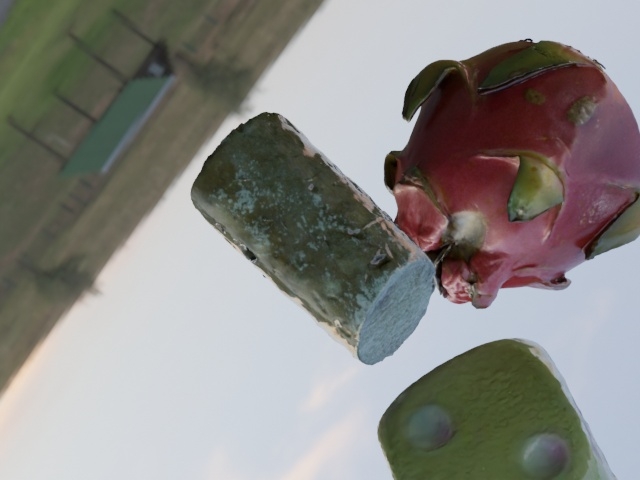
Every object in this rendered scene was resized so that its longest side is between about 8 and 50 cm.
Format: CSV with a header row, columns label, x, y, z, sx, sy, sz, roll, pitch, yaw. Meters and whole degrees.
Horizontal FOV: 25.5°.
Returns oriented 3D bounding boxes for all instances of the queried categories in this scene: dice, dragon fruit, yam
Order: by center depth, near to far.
label,x,y,z,sx,sy,sz,roll,pitch,yaw
yam,0.000,0.000,1.088,0.107,0.194,0.107,-43,167,-13
dragon fruit,0.201,-0.063,1.615,0.226,0.305,0.305,-31,175,-36
dice,0.234,0.290,1.798,0.254,0.252,0.249,-32,-121,4
